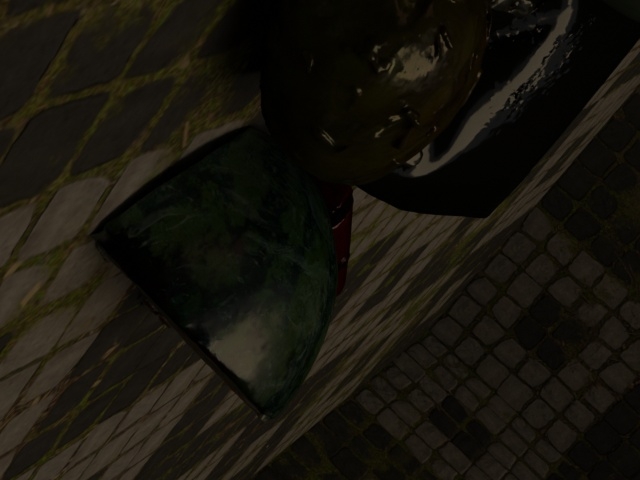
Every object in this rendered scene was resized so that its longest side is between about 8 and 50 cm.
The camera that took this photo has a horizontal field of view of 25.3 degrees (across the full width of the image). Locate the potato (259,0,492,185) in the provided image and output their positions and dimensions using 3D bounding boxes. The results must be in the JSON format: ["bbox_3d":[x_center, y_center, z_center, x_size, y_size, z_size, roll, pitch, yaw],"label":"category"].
[{"bbox_3d":[0.039,-0.121,1.012,0.176,0.141,0.298,-38,170,0],"label":"potato"}]

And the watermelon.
[{"bbox_3d":[-0.078,0.030,1.158,0.305,0.180,0.223,68,22,-75],"label":"watermelon"}]

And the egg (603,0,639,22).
[{"bbox_3d":[0.283,-0.285,0.992,0.276,0.276,0.389,-47,171,1],"label":"egg"}]

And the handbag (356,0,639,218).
[{"bbox_3d":[0.139,-0.162,1.294,0.342,0.152,0.288,-54,157,19],"label":"handbag"}]

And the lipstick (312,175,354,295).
[{"bbox_3d":[-0.001,0.001,1.526,0.073,0.073,0.279,-45,169,-12],"label":"lipstick"}]
